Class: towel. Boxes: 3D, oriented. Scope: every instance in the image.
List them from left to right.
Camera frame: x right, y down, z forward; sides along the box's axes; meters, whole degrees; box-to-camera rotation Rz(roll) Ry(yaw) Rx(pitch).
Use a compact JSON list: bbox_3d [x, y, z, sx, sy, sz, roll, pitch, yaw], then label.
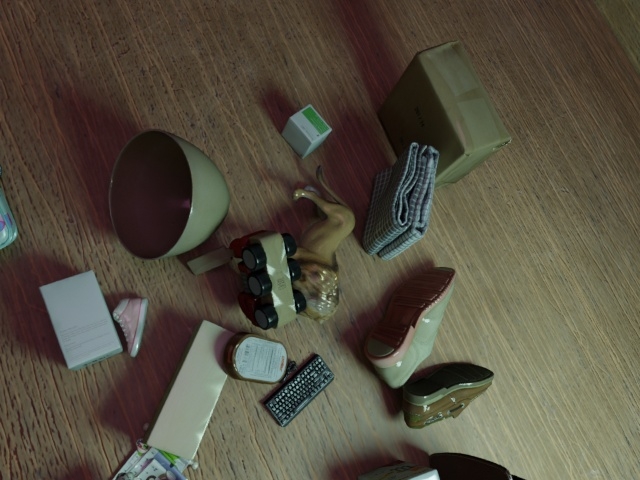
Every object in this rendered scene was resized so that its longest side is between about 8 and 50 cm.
[{"bbox_3d":[0.217,-0.109,1.262,0.121,0.235,0.284,19,66,-7],"label":"towel"}]

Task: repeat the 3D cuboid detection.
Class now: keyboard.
[{"bbox_3d":[-0.057,0.355,1.116,0.180,0.023,0.108,-37,87,-28],"label":"keyboard"}]

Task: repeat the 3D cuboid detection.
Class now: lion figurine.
[{"bbox_3d":[0.000,0.000,1.185,0.240,0.142,0.392,27,72,6],"label":"lion figurine"}]

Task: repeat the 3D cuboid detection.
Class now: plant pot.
[{"bbox_3d":[-0.324,-0.100,1.062,0.190,0.284,0.284,-1,68,-57],"label":"plant pot"}]

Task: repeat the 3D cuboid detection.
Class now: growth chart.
[{"bbox_3d":[-0.367,0.531,0.941,0.172,0.021,0.237,36,64,-7],"label":"growth chart"}]

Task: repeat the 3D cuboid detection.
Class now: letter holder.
[{"bbox_3d":[0.404,0.595,1.047,0.151,0.302,0.215,-2,72,-21],"label":"letter holder"}]

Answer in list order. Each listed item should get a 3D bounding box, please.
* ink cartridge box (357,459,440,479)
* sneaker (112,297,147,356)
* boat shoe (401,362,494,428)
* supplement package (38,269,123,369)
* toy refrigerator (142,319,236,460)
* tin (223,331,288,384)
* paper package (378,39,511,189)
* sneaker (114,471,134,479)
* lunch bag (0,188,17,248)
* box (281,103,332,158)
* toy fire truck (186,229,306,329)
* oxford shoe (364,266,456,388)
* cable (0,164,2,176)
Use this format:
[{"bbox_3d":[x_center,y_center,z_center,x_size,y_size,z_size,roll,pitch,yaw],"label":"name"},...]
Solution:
[{"bbox_3d":[0.188,0.595,1.036,0.128,0.176,0.128,-8,75,-23],"label":"ink cartridge box"},{"bbox_3d":[-0.433,0.191,1.018,0.070,0.051,0.135,8,66,-16],"label":"sneaker"},{"bbox_3d":[0.335,0.409,1.208,0.307,0.110,0.105,-4,101,-28],"label":"boat shoe"},{"bbox_3d":[-0.504,0.170,0.966,0.105,0.105,0.180,-20,80,-24],"label":"supplement package"},{"bbox_3d":[-0.278,0.323,0.997,0.102,0.094,0.270,28,60,-15],"label":"toy refrigerator"},{"bbox_3d":[-0.144,0.274,1.047,0.189,0.040,0.106,30,67,-49],"label":"tin"},{"bbox_3d":[0.348,-0.346,1.347,0.168,0.309,0.325,-19,79,-21],"label":"paper package"},{"bbox_3d":[-0.260,0.579,0.891,0.410,0.158,0.182,33,49,-19],"label":"sneaker"},{"bbox_3d":[-0.786,-0.037,0.905,0.279,0.107,0.224,-23,109,-23],"label":"lunch bag"},{"bbox_3d":[-0.042,-0.313,1.307,0.087,0.102,0.101,-41,90,-25],"label":"box"},{"bbox_3d":[-0.181,0.089,1.081,0.158,0.246,0.217,-22,110,-40],"label":"toy fire truck"},{"bbox_3d":[0.261,0.224,1.243,0.397,0.140,0.147,-42,121,-32],"label":"oxford shoe"},{"bbox_3d":[-0.804,-0.148,0.998,0.184,0.047,0.151,31,64,-9],"label":"cable"}]
